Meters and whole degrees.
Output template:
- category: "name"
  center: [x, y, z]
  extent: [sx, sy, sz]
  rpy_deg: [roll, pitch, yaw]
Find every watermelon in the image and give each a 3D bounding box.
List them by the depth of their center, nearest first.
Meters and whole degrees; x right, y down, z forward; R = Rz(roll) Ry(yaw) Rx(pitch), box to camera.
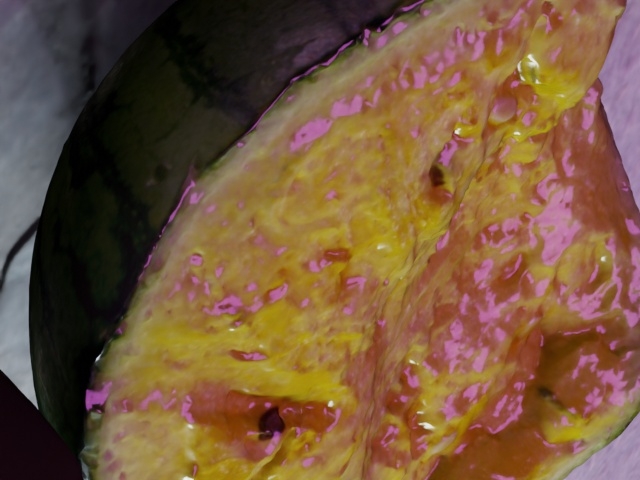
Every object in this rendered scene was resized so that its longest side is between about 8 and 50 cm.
- category: "watermelon"
  center: [0.000, 0.000, 0.810]
  extent: [0.330, 0.189, 0.331]
  rpy_deg: [-19, 130, -25]

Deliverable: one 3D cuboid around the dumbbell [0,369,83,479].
- category: "dumbbell"
  center: [-0.179, 0.150, 0.685]
  extent: [0.124, 0.140, 0.225]
  rpy_deg: [-8, 131, -46]
